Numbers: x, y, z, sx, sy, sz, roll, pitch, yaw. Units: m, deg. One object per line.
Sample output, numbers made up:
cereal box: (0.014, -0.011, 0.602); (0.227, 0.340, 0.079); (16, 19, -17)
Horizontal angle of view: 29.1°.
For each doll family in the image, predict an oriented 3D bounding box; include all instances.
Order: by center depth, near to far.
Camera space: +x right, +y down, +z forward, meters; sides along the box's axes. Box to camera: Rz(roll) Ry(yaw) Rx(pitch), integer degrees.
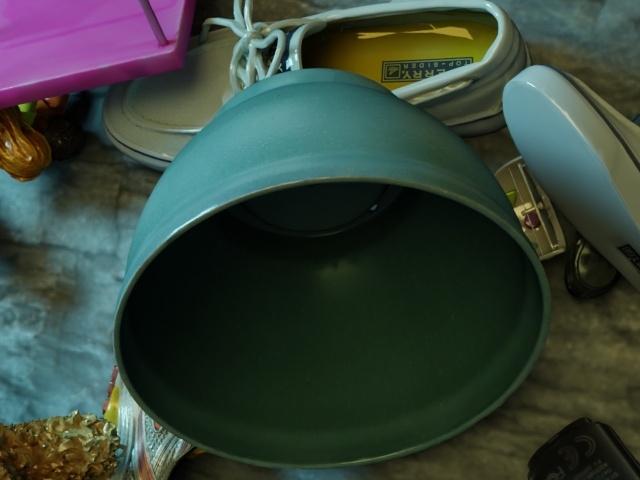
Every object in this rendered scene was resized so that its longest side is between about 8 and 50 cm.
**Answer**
doll family: (-0.320, -0.055, 1.065); (0.163, 0.118, 0.263); (37, 87, 22)

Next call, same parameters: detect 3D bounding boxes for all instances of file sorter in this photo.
file sorter: (-0.219, -0.277, 1.007); (0.202, 0.182, 0.291); (-10, 44, 14)

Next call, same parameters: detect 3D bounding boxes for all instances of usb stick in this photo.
usb stick: (0.226, 0.231, 0.807); (0.077, 0.045, 0.278); (-41, 43, 9)

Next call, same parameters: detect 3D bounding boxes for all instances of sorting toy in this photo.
sorting toy: (0.144, -0.011, 0.959); (0.075, 0.045, 0.083); (-24, 69, 16)

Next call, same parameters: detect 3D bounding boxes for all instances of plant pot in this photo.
plant pot: (0.000, 0.000, 0.890); (0.293, 0.293, 0.196); (-19, 44, 11)

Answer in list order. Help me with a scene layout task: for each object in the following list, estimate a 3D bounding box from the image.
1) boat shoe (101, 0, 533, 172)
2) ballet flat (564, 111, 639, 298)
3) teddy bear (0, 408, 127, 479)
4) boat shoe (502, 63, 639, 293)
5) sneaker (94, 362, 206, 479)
boat shoe: (-0.022, -0.135, 0.980); (0.367, 0.156, 0.136); (-2, 73, 15)
ballet flat: (0.229, -0.034, 0.940); (0.057, 0.049, 0.173); (32, 78, -5)
teddy bear: (-0.247, 0.202, 0.842); (0.245, 0.113, 0.338); (-5, 70, -14)
boat shoe: (0.239, -0.030, 0.868); (0.267, 0.096, 0.088); (47, 73, -3)
sneaker: (-0.123, 0.131, 0.983); (0.092, 0.088, 0.225); (14, 77, -2)
